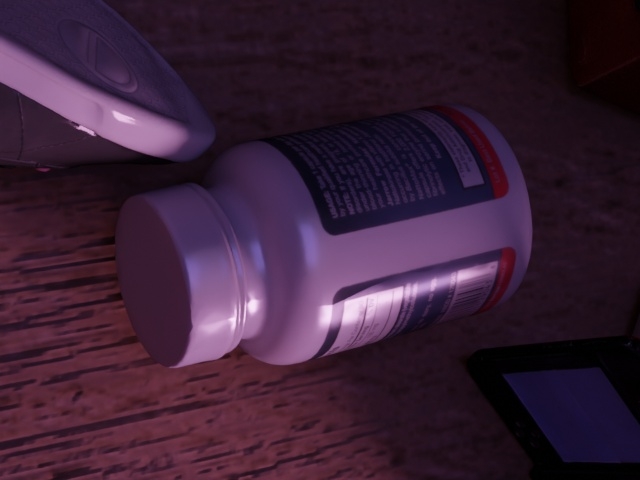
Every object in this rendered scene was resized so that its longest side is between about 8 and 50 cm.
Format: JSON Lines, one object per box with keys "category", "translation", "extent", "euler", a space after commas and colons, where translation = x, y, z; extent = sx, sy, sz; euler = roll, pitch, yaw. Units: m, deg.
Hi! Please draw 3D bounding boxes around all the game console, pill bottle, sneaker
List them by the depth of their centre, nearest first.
{"category": "sneaker", "translation": [-0.184, -0.053, 0.653], "extent": [0.296, 0.147, 0.104], "euler": [15, 33, -47]}
{"category": "pill bottle", "translation": [0.000, 0.000, 0.743], "extent": [0.180, 0.108, 0.108], "euler": [-13, 90, -29]}
{"category": "game console", "translation": [0.123, 0.121, 0.774], "extent": [0.085, 0.144, 0.124], "euler": [-43, 104, -27]}

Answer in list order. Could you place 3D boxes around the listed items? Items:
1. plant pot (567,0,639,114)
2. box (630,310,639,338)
{"category": "plant pot", "translation": [0.274, -0.183, 0.843], "extent": [0.235, 0.267, 0.267], "euler": [1, 83, -16]}
{"category": "box", "translation": [0.323, 0.118, 0.834], "extent": [0.262, 0.231, 0.127], "euler": [28, 74, -23]}
